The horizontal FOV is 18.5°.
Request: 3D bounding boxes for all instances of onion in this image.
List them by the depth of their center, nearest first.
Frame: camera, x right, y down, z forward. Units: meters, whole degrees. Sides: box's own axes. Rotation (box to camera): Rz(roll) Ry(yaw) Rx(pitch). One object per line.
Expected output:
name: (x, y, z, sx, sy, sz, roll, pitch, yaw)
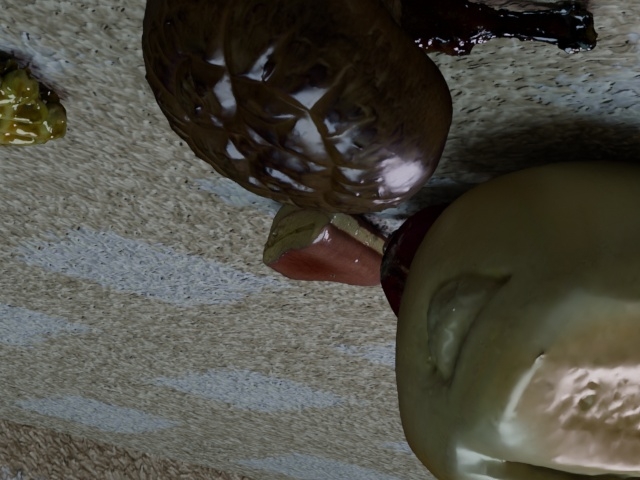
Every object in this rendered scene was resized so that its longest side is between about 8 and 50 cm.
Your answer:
onion: (0.132, 0.014, 1.997, 0.173, 0.135, 0.198, 4, -151, -38)

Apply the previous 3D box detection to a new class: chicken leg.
chicken leg: (0.085, -0.158, 1.505, 0.253, 0.051, 0.106, -1, 168, 27)

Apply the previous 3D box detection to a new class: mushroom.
mushroom: (-0.021, -0.121, 1.428, 0.253, 0.153, 0.253, 29, 152, 18)

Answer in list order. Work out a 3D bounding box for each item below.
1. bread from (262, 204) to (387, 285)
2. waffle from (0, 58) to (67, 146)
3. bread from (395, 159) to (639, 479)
bread: (0.000, -0.001, 2.073, 0.119, 0.067, 0.192, -5, 162, 18)
waffle: (-0.367, -0.139, 1.805, 0.245, 0.052, 0.254, 1, 164, 28)
bread: (0.267, 0.086, 1.818, 0.376, 0.253, 0.348, 4, 130, -20)
